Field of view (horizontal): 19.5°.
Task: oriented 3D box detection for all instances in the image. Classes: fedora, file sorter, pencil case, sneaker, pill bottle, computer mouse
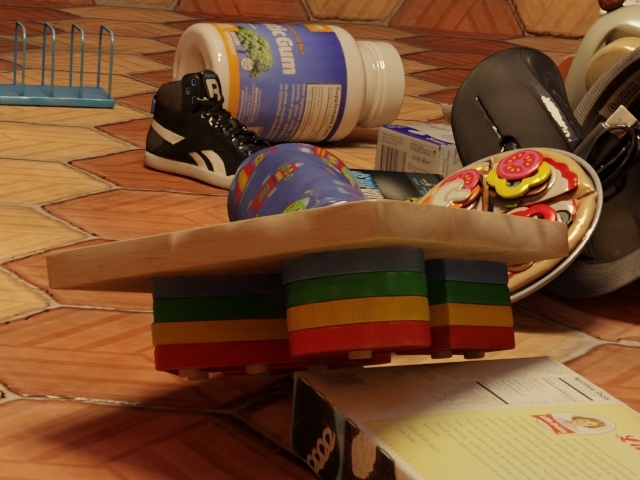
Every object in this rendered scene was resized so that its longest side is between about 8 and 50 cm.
[{"bbox_3d":[0.317,-0.048,1.698,0.124,0.275,0.243,29,-23,-29],"label":"fedora"},{"bbox_3d":[-0.373,-0.243,2.547,0.170,0.104,0.118,0,13,-15],"label":"file sorter"},{"bbox_3d":[0.000,0.000,1.565,0.133,0.119,0.306,46,2,-16],"label":"pencil case"},{"bbox_3d":[-0.110,-0.127,2.075,0.217,0.121,0.079,13,16,33],"label":"sneaker"},{"bbox_3d":[-0.037,-0.198,2.349,0.272,0.152,0.152,-3,15,-27],"label":"pill bottle"},{"bbox_3d":[0.187,-0.104,1.747,0.072,0.188,0.272,28,22,-29],"label":"computer mouse"}]

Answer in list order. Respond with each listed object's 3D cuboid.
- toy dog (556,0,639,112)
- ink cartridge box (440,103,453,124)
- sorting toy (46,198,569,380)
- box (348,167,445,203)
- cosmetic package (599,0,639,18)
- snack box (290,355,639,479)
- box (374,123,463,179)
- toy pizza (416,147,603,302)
[{"bbox_3d":[0.252,-0.161,1.914,0.333,0.161,0.220,-34,-5,23],"label":"toy dog"},{"bbox_3d":[0.240,-0.142,2.236,0.181,0.056,0.225,7,-13,9],"label":"ink cartridge box"},{"bbox_3d":[-0.001,0.041,1.237,0.257,0.089,0.255,-9,-8,33],"label":"sorting toy"},{"bbox_3d":[0.049,-0.027,1.845,0.175,0.051,0.220,3,13,-5],"label":"box"},{"bbox_3d":[0.499,-0.149,2.030,0.377,0.284,0.097,9,47,17],"label":"cosmetic package"},{"bbox_3d":[0.121,0.143,1.092,0.187,0.060,0.322,-2,14,-19],"label":"snack box"},{"bbox_3d":[0.152,-0.088,2.105,0.137,0.072,0.126,-3,15,-32],"label":"box"},{"bbox_3d":[0.147,-0.016,1.613,0.201,0.032,0.201,-21,37,16],"label":"toy pizza"}]
